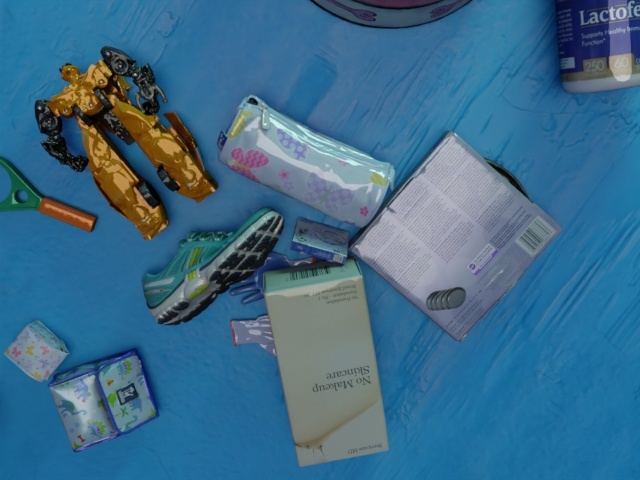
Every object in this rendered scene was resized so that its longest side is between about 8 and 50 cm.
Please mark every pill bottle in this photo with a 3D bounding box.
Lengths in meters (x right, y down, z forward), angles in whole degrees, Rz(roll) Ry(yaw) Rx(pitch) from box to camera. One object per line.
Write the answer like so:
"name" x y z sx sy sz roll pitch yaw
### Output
"pill bottle" 0.425 -0.358 1.117 0.153 0.153 0.265 -8 101 2

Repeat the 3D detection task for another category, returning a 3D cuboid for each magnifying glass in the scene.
"magnifying glass" -0.481 -0.070 1.244 0.231 0.026 0.092 23 100 -3

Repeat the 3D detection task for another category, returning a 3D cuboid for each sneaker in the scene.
"sneaker" -0.181 0.026 1.216 0.275 0.107 0.110 -35 70 13

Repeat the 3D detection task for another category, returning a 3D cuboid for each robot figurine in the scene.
"robot figurine" -0.307 -0.155 1.194 0.211 0.085 0.291 -35 100 6

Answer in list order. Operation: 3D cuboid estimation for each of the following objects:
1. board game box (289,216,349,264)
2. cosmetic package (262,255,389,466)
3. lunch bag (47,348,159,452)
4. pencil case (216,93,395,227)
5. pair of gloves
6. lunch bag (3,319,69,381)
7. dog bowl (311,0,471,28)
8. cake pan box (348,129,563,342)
"board game box" 0.000 0.000 1.222 0.090 0.090 0.020 16 117 -3
"cosmetic package" 0.010 0.195 1.234 0.160 0.113 0.309 -11 106 -2
"lunch bag" -0.363 0.267 1.280 0.151 0.096 0.129 -19 99 -11
"pencil case" -0.021 -0.124 1.184 0.273 0.113 0.124 27 121 -6
"pair of gloves" -0.079 0.111 1.280 0.159 0.023 0.198 -3 101 1
"lunch bag" -0.477 0.189 1.281 0.083 0.053 0.071 40 97 2
"dog bowl" 0.112 -0.518 1.087 0.408 0.150 0.408 0 102 0
"cake pan box" 0.219 -0.011 1.232 0.245 0.070 0.267 38 99 -9
